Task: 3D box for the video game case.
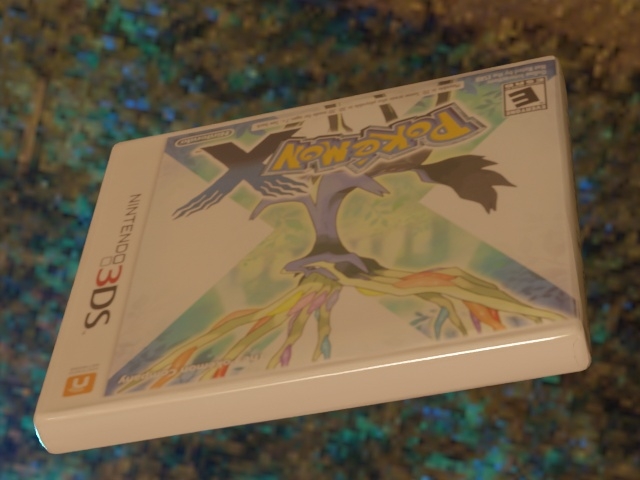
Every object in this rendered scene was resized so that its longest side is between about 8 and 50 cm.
[{"bbox_3d":[0.000,0.000,1.090,0.329,0.036,0.300,-10,-145,12],"label":"video game case"}]
